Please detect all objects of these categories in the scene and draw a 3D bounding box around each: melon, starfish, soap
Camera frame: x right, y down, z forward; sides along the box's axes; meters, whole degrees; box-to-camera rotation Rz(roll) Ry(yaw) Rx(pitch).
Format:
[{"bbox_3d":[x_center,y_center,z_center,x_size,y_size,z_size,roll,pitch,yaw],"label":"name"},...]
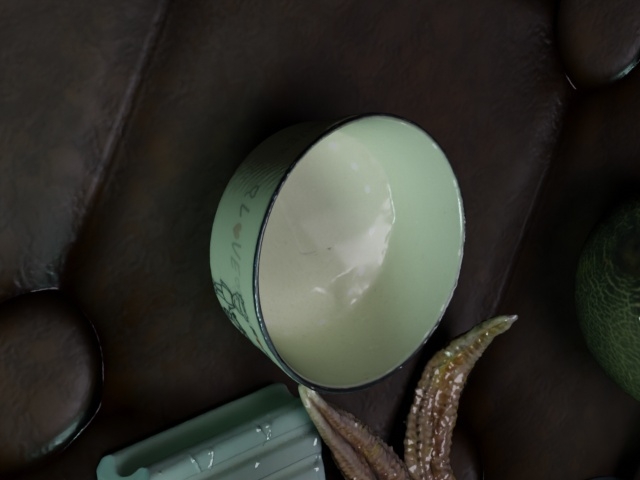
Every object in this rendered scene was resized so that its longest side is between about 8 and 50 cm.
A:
[{"bbox_3d":[0.382,0.064,1.946,0.301,0.237,0.237,32,82,-46],"label":"melon"},{"bbox_3d":[0.117,0.268,1.804,0.384,0.132,0.398,3,85,-66],"label":"starfish"},{"bbox_3d":[-0.089,0.211,1.692,0.198,0.066,0.119,-21,115,-35],"label":"soap"}]

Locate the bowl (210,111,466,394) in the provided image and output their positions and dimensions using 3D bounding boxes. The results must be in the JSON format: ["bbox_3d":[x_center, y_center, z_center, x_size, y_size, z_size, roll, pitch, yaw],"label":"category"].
[{"bbox_3d":[0.000,0.000,1.664,0.237,0.126,0.238,-13,111,-37],"label":"bowl"}]

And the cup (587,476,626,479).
[{"bbox_3d":[0.395,0.387,2.005,0.331,0.311,0.257,-45,128,-22],"label":"cup"}]
